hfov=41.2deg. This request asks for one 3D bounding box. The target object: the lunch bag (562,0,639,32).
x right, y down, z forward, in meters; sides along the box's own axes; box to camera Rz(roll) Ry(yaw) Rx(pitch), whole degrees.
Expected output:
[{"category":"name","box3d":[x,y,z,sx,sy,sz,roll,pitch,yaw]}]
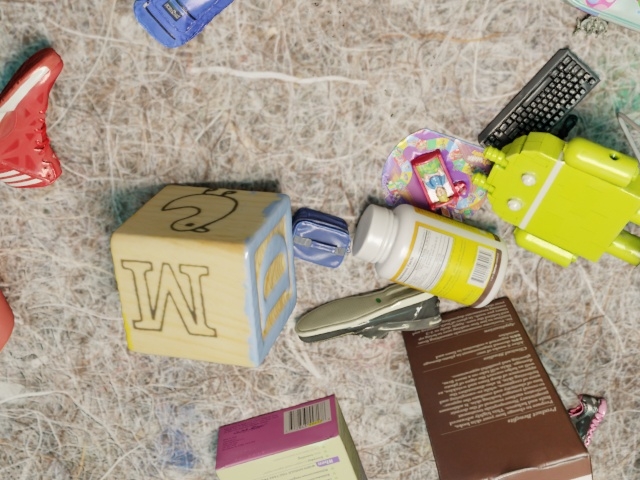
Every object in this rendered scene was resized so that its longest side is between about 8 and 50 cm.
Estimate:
[{"category":"lunch bag","box3d":[0.425,-0.413,1.081,0.224,0.108,0.279,18,110,-4]}]

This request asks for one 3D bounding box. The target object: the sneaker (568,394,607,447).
[{"category":"sneaker","box3d":[0.450,0.318,1.481,0.057,0.047,0.119,21,110,4]}]

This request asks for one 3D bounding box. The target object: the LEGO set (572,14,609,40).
[{"category":"LEGO set","box3d":[0.388,-0.306,1.179,0.054,0.023,0.083,34,110,-17]}]

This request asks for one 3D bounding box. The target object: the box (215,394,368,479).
[{"category":"box","box3d":[-0.036,0.416,1.460,0.214,0.117,0.242,-17,115,5]}]

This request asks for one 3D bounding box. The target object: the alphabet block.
[{"category":"alphabet block","box3d":[-0.156,0.046,1.207,0.197,0.192,0.193,5,115,14]}]

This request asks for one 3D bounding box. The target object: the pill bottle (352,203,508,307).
[{"category":"pill bottle","box3d":[0.161,0.018,1.273,0.215,0.117,0.117,19,114,-11]}]

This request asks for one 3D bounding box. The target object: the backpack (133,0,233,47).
[{"category":"backpack","box3d":[-0.185,-0.313,1.108,0.120,0.101,0.098,-36,106,18]}]

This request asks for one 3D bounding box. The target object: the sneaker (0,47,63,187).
[{"category":"sneaker","box3d":[-0.394,-0.161,1.192,0.128,0.087,0.221,36,122,-27]}]

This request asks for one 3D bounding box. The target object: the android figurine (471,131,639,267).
[{"category":"android figurine","box3d":[0.351,-0.058,1.214,0.273,0.056,0.248,25,148,6]}]

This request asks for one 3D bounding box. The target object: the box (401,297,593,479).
[{"category":"box","box3d":[0.247,0.255,1.247,0.191,0.381,0.143,-15,116,4]}]

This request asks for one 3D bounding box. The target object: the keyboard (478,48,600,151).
[{"category":"keyboard","box3d":[0.327,-0.179,1.240,0.108,0.023,0.180,36,110,-18]}]

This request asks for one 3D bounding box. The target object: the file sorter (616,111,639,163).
[{"category":"file sorter","box3d":[0.581,-0.158,1.170,0.278,0.193,0.173,-31,111,12]}]

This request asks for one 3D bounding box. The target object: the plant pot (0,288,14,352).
[{"category":"plant pot","box3d":[-0.587,0.081,1.204,0.275,0.275,0.243,-22,125,8]}]

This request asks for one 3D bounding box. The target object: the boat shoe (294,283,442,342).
[{"category":"boat shoe","box3d":[0.076,0.129,1.343,0.233,0.084,0.079,-15,115,1]}]

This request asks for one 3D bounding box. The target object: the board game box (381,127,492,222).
[{"category":"board game box","box3d":[0.178,-0.088,1.271,0.169,0.033,0.133,17,114,-11]}]

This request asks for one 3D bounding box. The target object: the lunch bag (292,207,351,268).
[{"category":"lunch bag","box3d":[0.000,0.000,1.287,0.099,0.065,0.067,15,114,-9]}]
